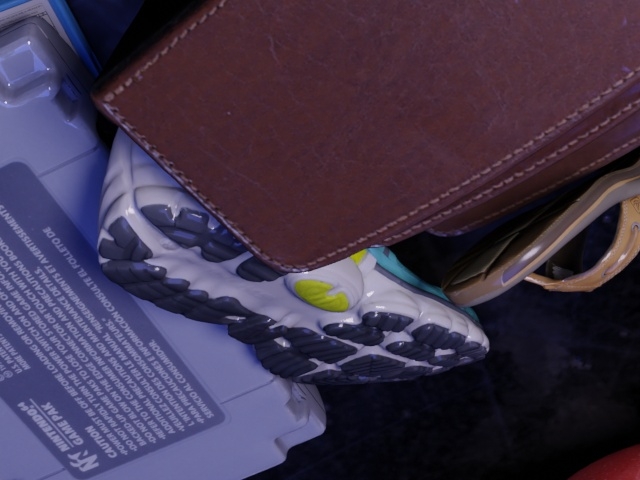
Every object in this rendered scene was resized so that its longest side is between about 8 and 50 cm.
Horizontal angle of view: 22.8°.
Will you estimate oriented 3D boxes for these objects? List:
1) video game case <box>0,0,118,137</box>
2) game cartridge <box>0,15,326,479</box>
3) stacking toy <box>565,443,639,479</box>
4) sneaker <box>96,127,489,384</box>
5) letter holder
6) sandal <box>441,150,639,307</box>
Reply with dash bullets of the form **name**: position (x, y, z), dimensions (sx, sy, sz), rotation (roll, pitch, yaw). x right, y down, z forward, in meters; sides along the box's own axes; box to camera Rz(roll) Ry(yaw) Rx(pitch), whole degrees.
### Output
- **video game case**: position (-0.154, -0.045, 0.815), dimensions (0.119, 0.015, 0.166), rotation (-18, 126, 10)
- **game cartridge**: position (-0.150, 0.038, 0.837), dimensions (0.198, 0.062, 0.297), rotation (-21, 127, 17)
- **stacking toy**: position (0.155, 0.266, 0.935), dimensions (0.480, 0.350, 0.350), rotation (-16, 128, 28)
- **sneaker**: position (0.000, 0.000, 0.805), dimensions (0.107, 0.110, 0.275), rotation (-17, 147, 30)
- **letter holder**: position (0.096, -0.102, 0.660), dimensions (0.302, 0.152, 0.214), rotation (-35, 110, 28)
- **sandal**: position (0.132, -0.003, 0.777), dimensions (0.072, 0.180, 0.049), rotation (-28, 89, 47)
